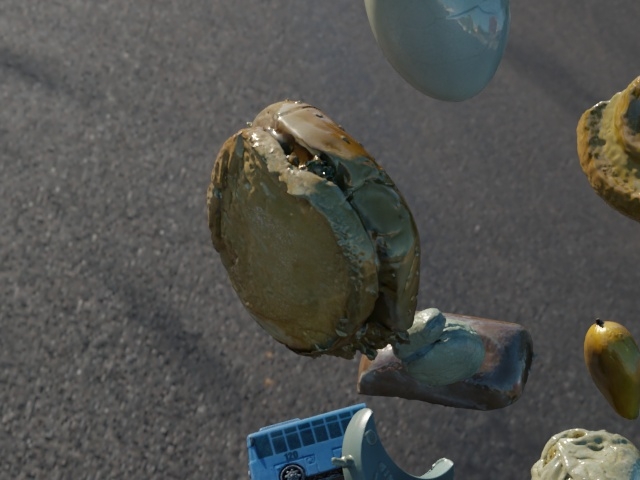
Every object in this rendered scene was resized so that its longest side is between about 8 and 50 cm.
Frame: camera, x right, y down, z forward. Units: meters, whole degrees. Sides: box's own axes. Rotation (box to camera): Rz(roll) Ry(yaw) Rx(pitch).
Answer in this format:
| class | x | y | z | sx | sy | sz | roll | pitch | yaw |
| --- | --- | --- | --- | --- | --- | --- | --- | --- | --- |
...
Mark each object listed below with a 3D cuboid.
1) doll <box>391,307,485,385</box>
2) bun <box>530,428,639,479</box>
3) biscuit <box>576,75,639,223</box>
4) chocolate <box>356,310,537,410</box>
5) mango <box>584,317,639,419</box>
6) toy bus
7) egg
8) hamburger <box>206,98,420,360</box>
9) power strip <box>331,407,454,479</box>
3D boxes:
| class | x | y | z | sx | sy | sz | roll | pitch | yaw |
| --- | --- | --- | --- | --- | --- | --- | --- | --- | --- |
| doll | 0.155 | 0.144 | 1.425 | 0.071 | 0.103 | 0.214 | 63 | 12 | 29 |
| bun | 0.422 | 0.396 | 1.837 | 0.133 | 0.231 | 0.231 | 36 | 28 | -9 |
| biscuit | 0.466 | -0.129 | 1.437 | 0.091 | 0.274 | 0.213 | 10 | 51 | -50 |
| chocolate | 0.181 | 0.161 | 1.649 | 0.261 | 0.083 | 0.161 | 2 | 45 | 21 |
| mango | 0.468 | 0.206 | 1.783 | 0.066 | 0.187 | 0.101 | -28 | 24 | -24 |
| toy bus | -0.015 | 0.376 | 1.952 | 0.234 | 0.116 | 0.134 | -14 | 63 | -5 |
| egg | 0.125 | -0.245 | 1.174 | 0.151 | 0.209 | 0.151 | -18 | 23 | 8 |
| hamburger | 0.000 | 0.000 | 1.113 | 0.146 | 0.243 | 0.286 | -28 | 95 | -27 |
| power strip | 0.117 | 0.390 | 1.862 | 0.253 | 0.054 | 0.168 | 33 | 54 | -29 |
